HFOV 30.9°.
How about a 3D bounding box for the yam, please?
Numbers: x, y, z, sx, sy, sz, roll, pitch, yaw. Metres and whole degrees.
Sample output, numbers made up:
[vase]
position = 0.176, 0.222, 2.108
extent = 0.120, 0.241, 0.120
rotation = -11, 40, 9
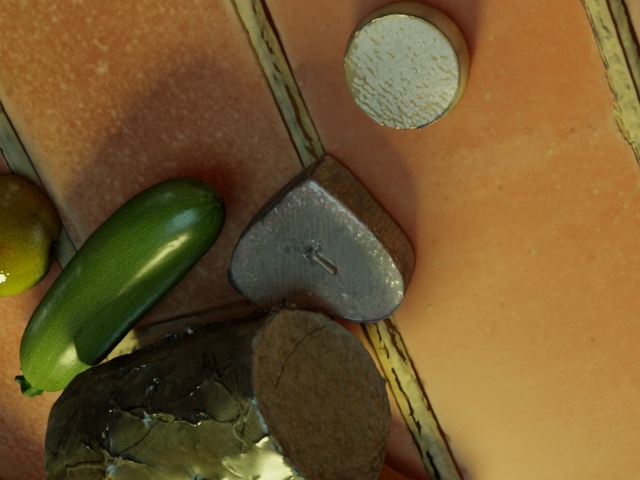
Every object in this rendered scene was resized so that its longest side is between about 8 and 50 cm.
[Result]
[yam]
position = -0.116, 0.209, 1.224
extent = 0.348, 0.241, 0.241
rotation = -23, 105, 32

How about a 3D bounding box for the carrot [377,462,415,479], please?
[carrot]
position = 0.067, 0.292, 1.297
extent = 0.193, 0.087, 0.087
rotation = 32, 119, 0

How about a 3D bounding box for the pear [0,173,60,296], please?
[pear]
position = -0.369, 0.000, 1.299
extent = 0.141, 0.104, 0.141
rotation = 6, 117, 11

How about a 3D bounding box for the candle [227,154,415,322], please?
[candle]
position = 0.000, 0.000, 1.194
extent = 0.192, 0.068, 0.169
rotation = 6, 119, 14

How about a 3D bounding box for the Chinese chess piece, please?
[Chinese chess piece]
position = 0.082, -0.167, 1.103
extent = 0.122, 0.051, 0.122
rotation = 7, 117, 14

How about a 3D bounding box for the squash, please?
[squash]
position = -0.232, 0.052, 1.272
extent = 0.107, 0.107, 0.395
rotation = 43, 122, -4
